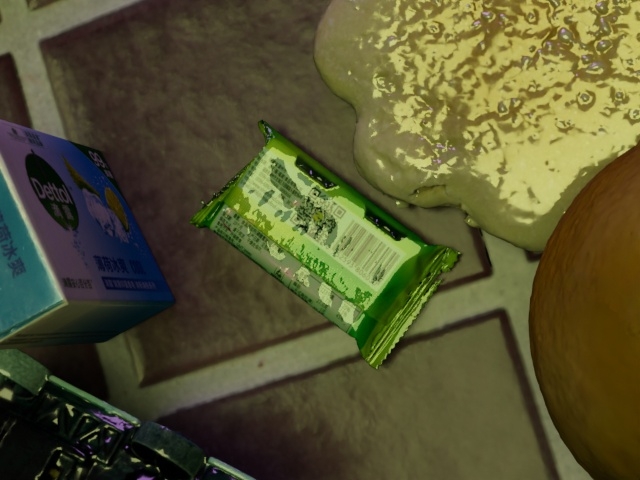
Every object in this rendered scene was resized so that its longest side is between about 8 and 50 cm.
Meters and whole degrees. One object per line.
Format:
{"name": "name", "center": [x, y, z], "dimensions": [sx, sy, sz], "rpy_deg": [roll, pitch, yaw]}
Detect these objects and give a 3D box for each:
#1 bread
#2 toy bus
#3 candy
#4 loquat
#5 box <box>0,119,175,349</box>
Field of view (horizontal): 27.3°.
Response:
{"name": "bread", "center": [0.147, -0.144, 0.902], "dimensions": [0.316, 0.054, 0.316], "rpy_deg": [-1, 86, 16]}
{"name": "toy bus", "center": [-0.159, 0.182, 0.915], "dimensions": [0.271, 0.165, 0.133], "rpy_deg": [25, 73, 15]}
{"name": "candy", "center": [0.000, 0.000, 0.948], "dimensions": [0.178, 0.032, 0.102], "rpy_deg": [36, 101, 13]}
{"name": "loquat", "center": [0.255, 0.045, 0.765], "dimensions": [0.275, 0.275, 0.274], "rpy_deg": [-1, 88, 16]}
{"name": "box", "center": [-0.192, -0.001, 0.917], "dimensions": [0.073, 0.194, 0.139], "rpy_deg": [-29, 81, 11]}
